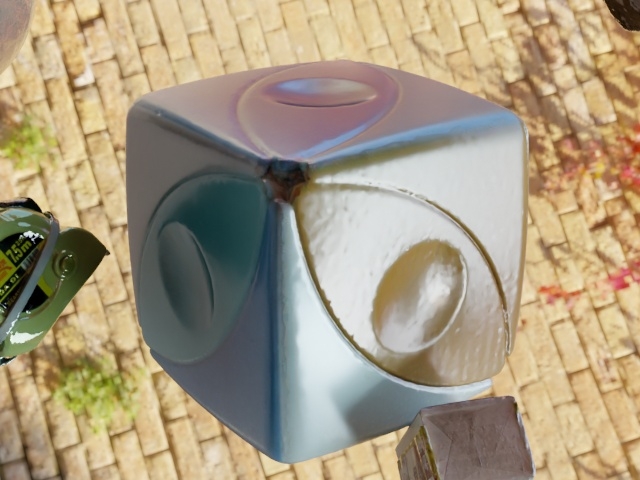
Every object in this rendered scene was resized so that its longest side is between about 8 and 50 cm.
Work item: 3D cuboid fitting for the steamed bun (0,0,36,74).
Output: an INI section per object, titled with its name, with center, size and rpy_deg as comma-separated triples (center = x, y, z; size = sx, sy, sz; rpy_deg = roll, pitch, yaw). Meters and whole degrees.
[steamed bun]
center = -0.475, -0.321, 0.963
size = 0.241, 0.375, 0.374
rpy_deg = -59, -141, 37

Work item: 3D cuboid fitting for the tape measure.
[tape measure]
center = -0.325, 0.035, 0.962
size = 0.088, 0.177, 0.154
rpy_deg = 2, -38, 39

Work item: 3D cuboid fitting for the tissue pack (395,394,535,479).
[tissue pack]
center = 0.148, 0.234, 0.977
size = 0.148, 0.106, 0.099
rpy_deg = 101, -20, -62

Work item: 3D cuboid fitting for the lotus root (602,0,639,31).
[lotus root]
center = 0.211, -0.173, 0.545
size = 0.122, 0.112, 0.081
rpy_deg = -63, 136, -65

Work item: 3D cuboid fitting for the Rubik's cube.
[Rubik's cube]
center = 0.000, 0.000, 1.058
size = 0.351, 0.352, 0.347
rpy_deg = 27, -54, 46
